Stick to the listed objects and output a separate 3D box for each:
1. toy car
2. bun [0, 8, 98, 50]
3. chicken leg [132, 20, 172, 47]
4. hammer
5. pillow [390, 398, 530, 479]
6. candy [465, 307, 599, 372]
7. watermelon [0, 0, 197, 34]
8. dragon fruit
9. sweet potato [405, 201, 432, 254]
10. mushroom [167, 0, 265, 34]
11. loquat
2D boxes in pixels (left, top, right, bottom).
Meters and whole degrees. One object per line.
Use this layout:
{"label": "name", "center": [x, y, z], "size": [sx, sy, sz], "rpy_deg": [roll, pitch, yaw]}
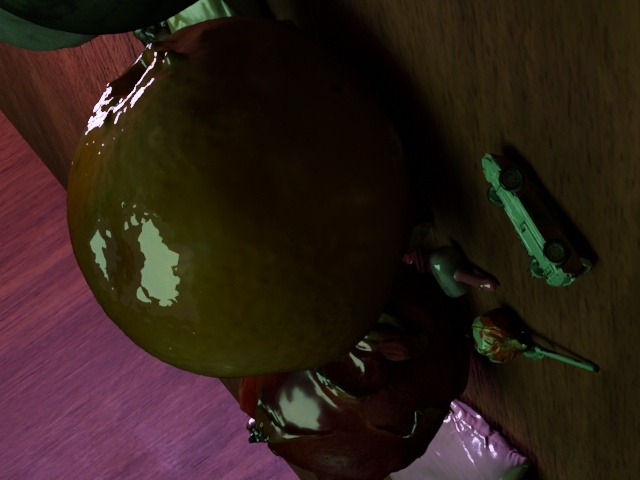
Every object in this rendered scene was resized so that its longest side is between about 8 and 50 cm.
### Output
{"label": "toy car", "center": [0.166, -0.018, 1.552], "size": [0.122, 0.035, 0.059], "rpy_deg": [61, 170, 8]}
{"label": "bun", "center": [-0.352, -0.367, 2.198], "size": [0.362, 0.211, 0.362], "rpy_deg": [54, 169, 15]}
{"label": "chicken leg", "center": [-0.117, -0.198, 2.104], "size": [0.196, 0.080, 0.125], "rpy_deg": [38, 172, 31]}
{"label": "hammer", "center": [0.138, 0.034, 1.844], "size": [0.083, 0.031, 0.052], "rpy_deg": [19, 147, 54]}
{"label": "pillow", "center": [0.151, 0.259, 2.235], "size": [0.270, 0.067, 0.173], "rpy_deg": [41, 133, 53]}
{"label": "candy", "center": [0.196, 0.099, 1.784], "size": [0.056, 0.049, 0.185], "rpy_deg": [27, 176, -29]}
{"label": "watermelon", "center": [-0.177, -0.299, 1.526], "size": [0.279, 0.279, 0.359], "rpy_deg": [60, 166, -26]}
{"label": "dragon fruit", "center": [0.032, 0.138, 2.035], "size": [0.250, 0.250, 0.315], "rpy_deg": [53, 128, 10]}
{"label": "sweet potato", "center": [0.059, -0.042, 1.882], "size": [0.117, 0.049, 0.049], "rpy_deg": [52, 168, 9]}
{"label": "mushroom", "center": [-0.068, -0.144, 1.991], "size": [0.100, 0.081, 0.312], "rpy_deg": [-5, 131, 27]}
{"label": "loquat", "center": [-0.069, -0.037, 1.763], "size": [0.328, 0.328, 0.328], "rpy_deg": [51, 168, 15]}
